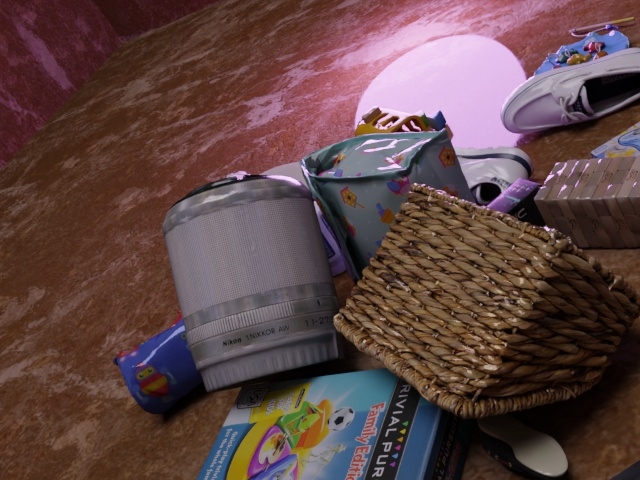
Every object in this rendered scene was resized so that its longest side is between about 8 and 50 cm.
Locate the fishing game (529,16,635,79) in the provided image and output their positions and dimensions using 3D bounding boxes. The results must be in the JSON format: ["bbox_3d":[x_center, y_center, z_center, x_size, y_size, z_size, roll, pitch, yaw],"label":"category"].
[{"bbox_3d":[0.456,-0.323,1.610,0.189,0.041,0.264,4,46,52],"label":"fishing game"}]

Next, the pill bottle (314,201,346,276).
[{"bbox_3d":[0.000,0.000,1.489,0.067,0.120,0.067,-25,29,15],"label":"pill bottle"}]

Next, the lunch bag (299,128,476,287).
[{"bbox_3d":[0.093,-0.037,1.342,0.262,0.223,0.160,0,35,47],"label":"lunch bag"}]

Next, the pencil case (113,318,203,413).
[{"bbox_3d":[-0.178,0.152,1.442,0.306,0.119,0.133,-35,-3,-1],"label":"pencil case"}]

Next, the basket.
[{"bbox_3d":[0.198,0.093,1.075,0.223,0.213,0.299,-60,32,-2],"label":"basket"}]

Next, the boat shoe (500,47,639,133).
[{"bbox_3d":[0.415,-0.235,1.455,0.258,0.095,0.084,-24,25,19],"label":"boat shoe"}]

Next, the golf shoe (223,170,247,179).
[{"bbox_3d":[-0.199,-0.069,1.886,0.086,0.069,0.176,31,70,38],"label":"golf shoe"}]

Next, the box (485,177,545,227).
[{"bbox_3d":[0.288,-0.040,1.315,0.083,0.062,0.052,-39,28,-12],"label":"box"}]

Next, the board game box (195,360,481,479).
[{"bbox_3d":[0.004,0.278,1.096,0.336,0.079,0.253,-14,34,33],"label":"board game box"}]

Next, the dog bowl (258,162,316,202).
[{"bbox_3d":[-0.088,-0.021,1.631,0.265,0.104,0.265,-25,29,15],"label":"dog bowl"}]

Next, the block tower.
[{"bbox_3d":[0.436,-0.052,1.151,0.335,0.097,0.091,-3,40,45],"label":"block tower"}]

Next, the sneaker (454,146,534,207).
[{"bbox_3d":[0.222,-0.091,1.448,0.235,0.090,0.095,-5,49,44],"label":"sneaker"}]

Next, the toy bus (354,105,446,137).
[{"bbox_3d":[0.119,-0.199,1.695,0.202,0.104,0.191,-18,32,26],"label":"toy bus"}]

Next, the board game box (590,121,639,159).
[{"bbox_3d":[0.506,-0.144,1.281,0.201,0.035,0.136,-33,28,2],"label":"board game box"}]

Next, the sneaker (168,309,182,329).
[{"bbox_3d":[-0.232,0.113,1.593,0.128,0.087,0.221,-37,27,-8],"label":"sneaker"}]

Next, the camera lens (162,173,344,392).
[{"bbox_3d":[-0.094,0.057,1.273,0.219,0.274,0.219,-14,-10,-2],"label":"camera lens"}]

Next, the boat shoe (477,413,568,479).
[{"bbox_3d":[0.222,0.231,0.987,0.049,0.042,0.133,-22,23,-22],"label":"boat shoe"}]

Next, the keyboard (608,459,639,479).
[{"bbox_3d":[0.242,0.327,0.826,0.317,0.033,0.201,-34,28,0],"label":"keyboard"}]
